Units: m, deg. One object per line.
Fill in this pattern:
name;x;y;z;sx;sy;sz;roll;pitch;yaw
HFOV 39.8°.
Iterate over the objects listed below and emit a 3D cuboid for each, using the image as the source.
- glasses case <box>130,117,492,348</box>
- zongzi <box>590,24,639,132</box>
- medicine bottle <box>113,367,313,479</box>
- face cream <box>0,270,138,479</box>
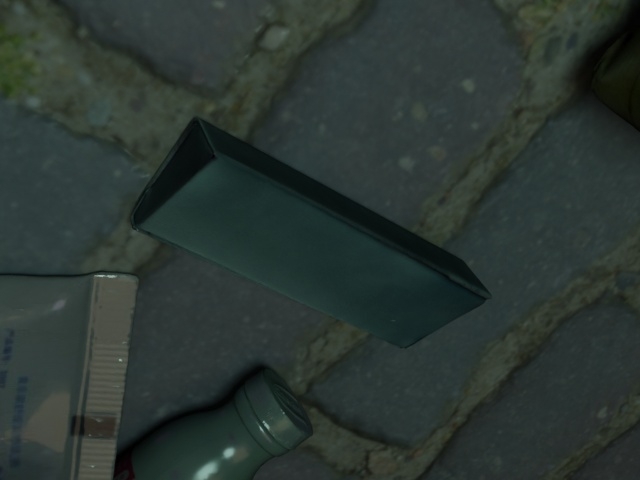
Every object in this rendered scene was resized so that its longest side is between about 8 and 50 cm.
glasses case;0.000;0.000;0.667;0.266;0.056;0.105;27;134;-32
zongzi;0.419;-0.152;0.639;0.360;0.160;0.323;24;113;-31
medicine bottle;-0.111;0.194;0.723;0.216;0.090;0.090;-37;127;6
face cream;-0.336;0.124;0.572;0.420;0.137;0.235;5;97;-26
